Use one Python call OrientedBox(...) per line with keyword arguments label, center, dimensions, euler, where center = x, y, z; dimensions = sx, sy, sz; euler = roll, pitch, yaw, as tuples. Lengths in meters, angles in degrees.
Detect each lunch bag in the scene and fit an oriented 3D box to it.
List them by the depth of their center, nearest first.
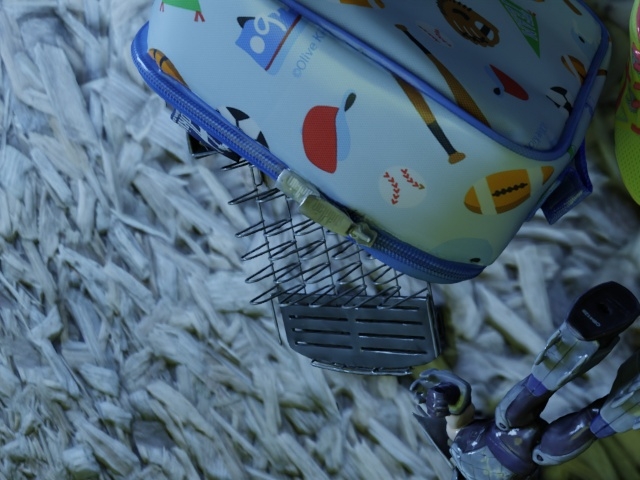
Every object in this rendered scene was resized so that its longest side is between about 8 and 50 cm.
OrientedBox(label="lunch bag", center=(0.052, -0.108, 0.476), dimensions=(0.243, 0.303, 0.115), euler=(36, 127, 4))

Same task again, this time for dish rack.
OrientedBox(label="dish rack", center=(0.000, 0.000, 0.729), dimensions=(0.208, 0.074, 0.271), euler=(-1, 106, 41))

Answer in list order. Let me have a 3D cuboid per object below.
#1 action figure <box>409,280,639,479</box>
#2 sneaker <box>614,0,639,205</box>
OrientedBox(label="action figure", center=(0.164, 0.150, 0.639), dimensions=(0.185, 0.099, 0.285), euler=(39, 132, 10))
OrientedBox(label="sneaker", center=(0.216, -0.108, 0.492), dimensions=(0.082, 0.094, 0.208), euler=(16, 118, 33))
